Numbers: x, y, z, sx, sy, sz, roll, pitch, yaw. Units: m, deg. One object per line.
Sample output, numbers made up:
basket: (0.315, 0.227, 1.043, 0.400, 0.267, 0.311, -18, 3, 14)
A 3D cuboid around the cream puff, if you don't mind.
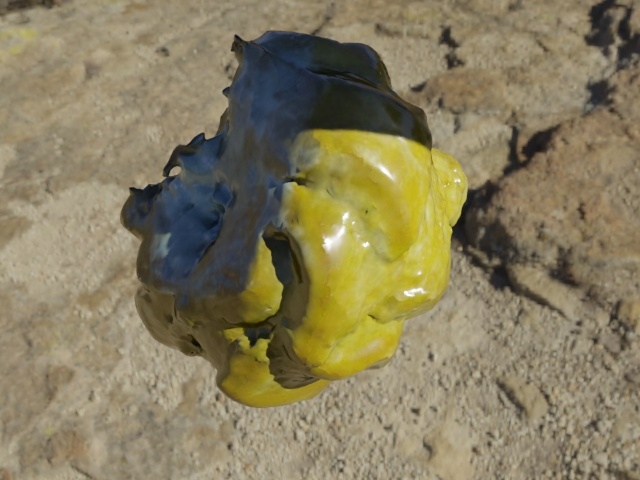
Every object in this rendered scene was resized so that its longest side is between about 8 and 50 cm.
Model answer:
cream puff: (0.006, 0.000, 0.743, 0.270, 0.323, 0.274, 13, 45, -39)
